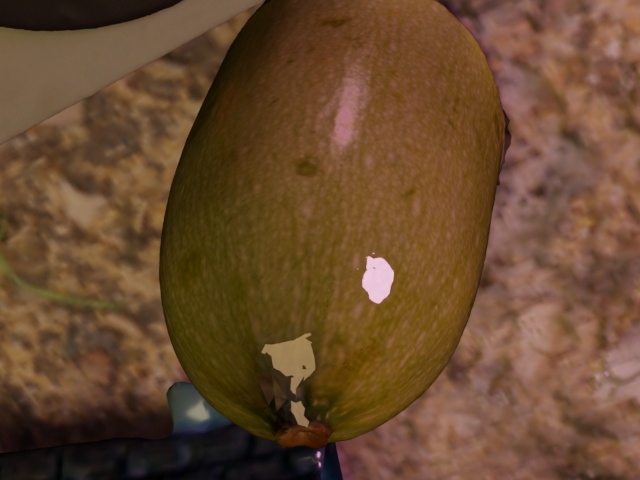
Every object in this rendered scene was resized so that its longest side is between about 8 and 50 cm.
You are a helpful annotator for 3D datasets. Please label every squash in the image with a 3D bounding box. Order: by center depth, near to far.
[{"bbox_3d":[0.000,0.000,0.636,0.123,0.187,0.123,6,127,8],"label":"squash"}]

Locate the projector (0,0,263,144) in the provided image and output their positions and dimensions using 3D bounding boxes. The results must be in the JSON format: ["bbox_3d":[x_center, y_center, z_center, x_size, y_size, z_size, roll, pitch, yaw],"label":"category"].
[{"bbox_3d":[-0.096,-0.188,0.608,0.259,0.079,0.257,-25,110,24],"label":"projector"}]

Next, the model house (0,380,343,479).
[{"bbox_3d":[-0.102,0.190,0.785,0.261,0.226,0.241,-8,79,13],"label":"model house"}]
